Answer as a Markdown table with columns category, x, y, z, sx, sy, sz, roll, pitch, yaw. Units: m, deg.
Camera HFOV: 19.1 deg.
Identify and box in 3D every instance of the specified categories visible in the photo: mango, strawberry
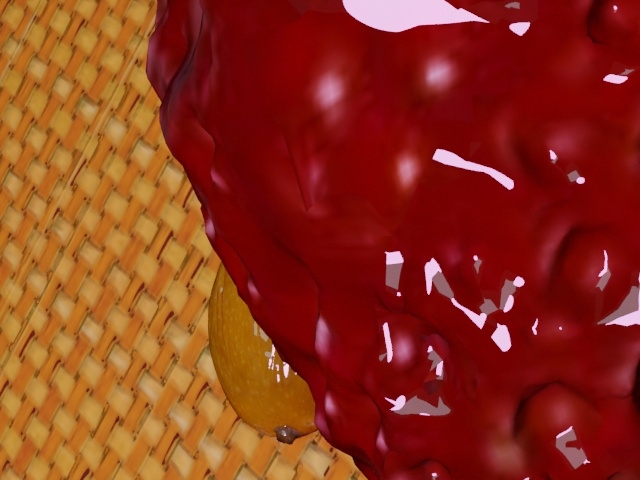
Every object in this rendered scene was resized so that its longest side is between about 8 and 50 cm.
| category | x | y | z | sx | sy | sz | roll | pitch | yaw |
| --- | --- | --- | --- | --- | --- | --- | --- | --- | --- |
| mango | 0.000 | 0.000 | 0.852 | 0.098 | 0.075 | 0.190 | -4 | 66 | 38 |
| strawberry | 0.091 | -0.027 | 0.637 | 0.317 | 0.295 | 0.345 | 164 | 100 | -73 |
